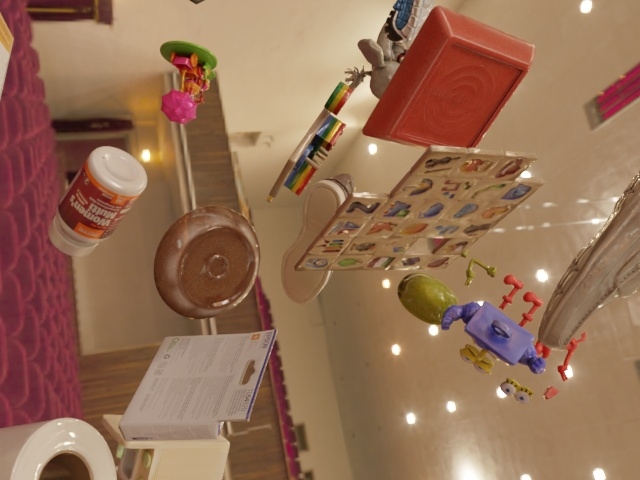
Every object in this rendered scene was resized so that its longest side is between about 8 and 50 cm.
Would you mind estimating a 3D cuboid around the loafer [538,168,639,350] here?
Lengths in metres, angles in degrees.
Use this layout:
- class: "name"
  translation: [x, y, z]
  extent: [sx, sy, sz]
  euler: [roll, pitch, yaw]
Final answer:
- class: "loafer"
  translation: [0.418, 0.029, 0.959]
  extent: [0.319, 0.111, 0.112]
  euler: [-57, 169, 13]

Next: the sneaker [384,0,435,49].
- class: "sneaker"
  translation: [0.181, -0.441, 1.295]
  extent: [0.071, 0.083, 0.191]
  euler: [29, -87, 23]

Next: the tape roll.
- class: "tape roll"
  translation: [-0.506, 0.446, 1.239]
  extent: [0.246, 0.169, 0.246]
  euler: [43, 39, -51]

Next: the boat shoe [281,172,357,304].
- class: "boat shoe"
  translation: [0.000, 0.000, 1.525]
  extent: [0.116, 0.097, 0.324]
  euler: [30, -54, 19]

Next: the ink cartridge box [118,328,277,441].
- class: "ink cartridge box"
  translation: [-0.193, 0.240, 1.181]
  extent: [0.223, 0.224, 0.045]
  euler: [-72, 152, -56]

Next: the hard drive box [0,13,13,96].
- class: "hard drive box"
  translation: [-0.436, -0.234, 0.780]
  extent: [0.181, 0.089, 0.232]
  euler: [76, -1, -47]

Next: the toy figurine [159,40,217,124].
- class: "toy figurine"
  translation: [-0.301, -0.332, 1.569]
  extent: [0.173, 0.130, 0.159]
  euler: [56, 41, -73]

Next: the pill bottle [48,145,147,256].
- class: "pill bottle"
  translation: [-0.447, -0.072, 1.392]
  extent: [0.221, 0.121, 0.121]
  euler: [-46, -133, 30]

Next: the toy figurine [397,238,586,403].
- class: "toy figurine"
  translation: [0.315, 0.135, 1.282]
  extent: [0.362, 0.191, 0.217]
  euler: [39, -2, 15]

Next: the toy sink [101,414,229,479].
- class: "toy sink"
  translation: [-0.335, 0.453, 1.459]
  extent: [0.153, 0.234, 0.131]
  euler: [14, -89, 53]

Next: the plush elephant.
- class: "plush elephant"
  translation: [0.225, -0.474, 1.972]
  extent: [0.255, 0.330, 0.272]
  euler: [-98, 165, -62]

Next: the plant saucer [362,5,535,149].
- class: "plant saucer"
  translation: [0.240, -0.259, 1.256]
  extent: [0.259, 0.258, 0.048]
  euler: [-58, -139, 31]

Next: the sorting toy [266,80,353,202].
- class: "sorting toy"
  translation: [-0.019, -0.130, 1.110]
  extent: [0.132, 0.046, 0.274]
  euler: [-58, -176, -27]

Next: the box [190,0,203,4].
- class: "box"
  translation: [-0.211, -0.590, 1.307]
  extent: [0.233, 0.183, 0.059]
  euler: [66, 15, 2]

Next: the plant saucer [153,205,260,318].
- class: "plant saucer"
  translation: [-0.179, 0.042, 1.174]
  extent: [0.036, 0.198, 0.198]
  euler: [21, -64, 51]

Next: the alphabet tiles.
- class: "alphabet tiles"
  translation: [0.104, -0.024, 0.716]
  extent: [0.237, 0.198, 0.009]
  euler: [128, -44, -53]
